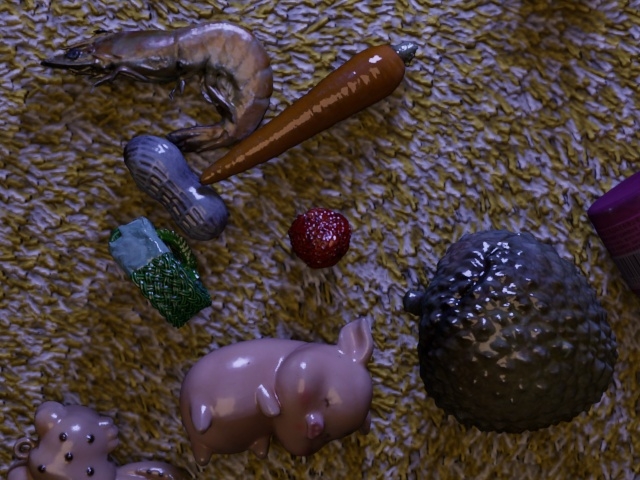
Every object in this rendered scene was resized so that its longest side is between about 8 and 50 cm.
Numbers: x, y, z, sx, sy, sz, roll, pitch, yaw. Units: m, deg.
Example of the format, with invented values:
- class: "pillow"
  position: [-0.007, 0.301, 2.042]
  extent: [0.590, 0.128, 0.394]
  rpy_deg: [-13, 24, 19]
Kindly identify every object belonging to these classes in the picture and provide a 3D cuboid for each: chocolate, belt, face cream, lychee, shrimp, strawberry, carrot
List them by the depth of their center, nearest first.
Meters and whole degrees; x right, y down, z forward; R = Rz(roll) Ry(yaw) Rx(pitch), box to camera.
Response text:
- class: "lychee"
  position: [0.232, 0.114, 1.770]
  extent: [0.274, 0.255, 0.255]
  rpy_deg: [18, 91, 7]
- class: "belt"
  position: [-0.197, 0.033, 1.818]
  extent: [0.079, 0.121, 0.151]
  rpy_deg: [-41, 88, 1]
- class: "face cream"
  position: [0.459, 0.000, 1.818]
  extent: [0.175, 0.175, 0.195]
  rpy_deg: [-32, 93, -1]
- class: "carrot"
  position: [-0.012, -0.159, 1.838]
  extent: [0.336, 0.069, 0.069]
  rpy_deg: [-35, 93, -7]
- class: "chocolate"
  position: [-0.185, -0.069, 1.840]
  extent: [0.072, 0.072, 0.167]
  rpy_deg: [-42, 92, -1]
- class: "strawberry"
  position: [0.000, 0.000, 1.841]
  extent: [0.083, 0.096, 0.083]
  rpy_deg: [-4, 106, -13]
- class: "shrimp"
  position: [-0.207, -0.193, 1.848]
  extent: [0.295, 0.058, 0.169]
  rpy_deg: [-5, 94, -6]

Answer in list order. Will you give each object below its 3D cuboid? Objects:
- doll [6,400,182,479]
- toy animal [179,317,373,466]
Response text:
- class: "doll"
  position: [-0.267, 0.321, 1.835]
  extent: [0.278, 0.119, 0.154]
  rpy_deg: [38, 91, -13]
- class: "toy animal"
  position: [-0.054, 0.198, 1.815]
  extent: [0.250, 0.166, 0.154]
  rpy_deg: [-3, 48, -8]
